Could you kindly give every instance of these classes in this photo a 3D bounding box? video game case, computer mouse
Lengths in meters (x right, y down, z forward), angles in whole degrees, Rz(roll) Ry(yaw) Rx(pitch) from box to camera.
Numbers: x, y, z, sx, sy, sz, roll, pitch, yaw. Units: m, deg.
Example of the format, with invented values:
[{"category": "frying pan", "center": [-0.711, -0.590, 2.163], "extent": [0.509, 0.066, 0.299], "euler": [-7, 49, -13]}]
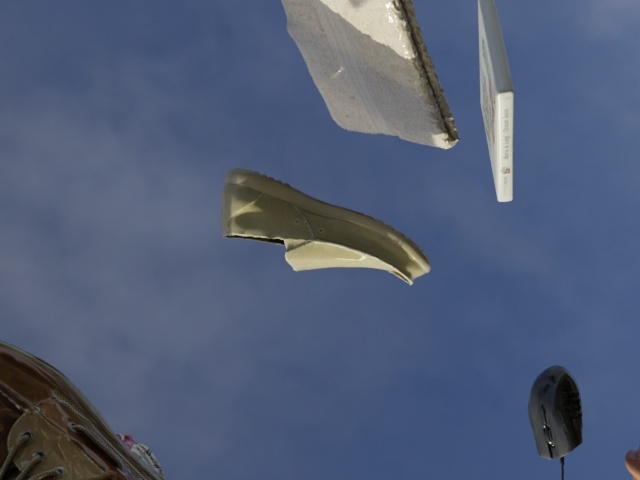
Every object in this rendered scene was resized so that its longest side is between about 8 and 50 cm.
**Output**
[{"category": "video game case", "center": [0.175, -0.143, 1.059], "extent": [0.143, 0.019, 0.157], "euler": [80, -173, -47]}, {"category": "computer mouse", "center": [0.267, 0.259, 1.214], "extent": [0.041, 0.071, 0.242], "euler": [22, -121, -37]}]

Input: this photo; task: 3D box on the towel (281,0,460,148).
[{"category": "towel", "center": [0.056, -0.227, 1.300], "extent": [0.049, 0.187, 0.282], "euler": [-52, -44, -24]}]

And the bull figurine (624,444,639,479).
[{"category": "bull figurine", "center": [0.384, 0.234, 0.834], "extent": [0.188, 0.310, 0.101], "euler": [1, -69, -27]}]

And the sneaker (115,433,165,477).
[{"category": "sneaker", "center": [-0.283, 0.257, 1.278], "extent": [0.090, 0.145, 0.270], "euler": [-40, -77, 2]}]

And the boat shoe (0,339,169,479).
[{"category": "boat shoe", "center": [-0.211, 0.184, 0.822], "extent": [0.324, 0.116, 0.123], "euler": [37, -89, -11]}]

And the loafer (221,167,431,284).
[{"category": "loafer", "center": [0.000, 0.000, 1.266], "extent": [0.269, 0.102, 0.092], "euler": [22, -93, 6]}]
